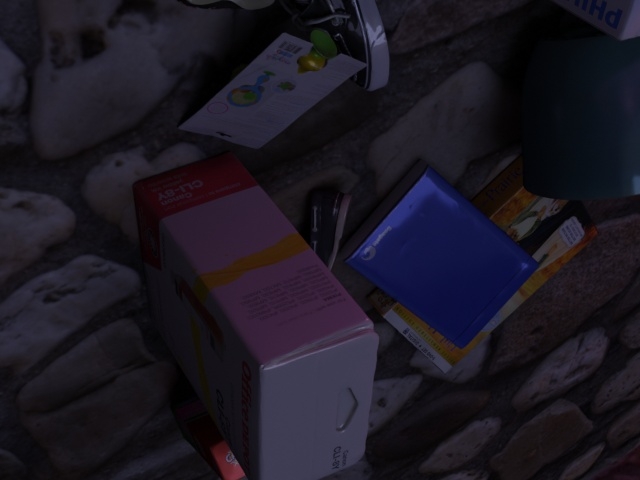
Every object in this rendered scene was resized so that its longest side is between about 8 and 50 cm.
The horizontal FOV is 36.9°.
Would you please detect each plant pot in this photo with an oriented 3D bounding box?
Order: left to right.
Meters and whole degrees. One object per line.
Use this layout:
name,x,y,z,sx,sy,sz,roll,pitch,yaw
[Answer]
plant pot,0.450,-0.219,1.505,0.293,0.293,0.235,-19,109,-23

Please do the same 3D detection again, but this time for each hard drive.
hard drive,0.211,0.033,1.652,0.319,0.040,0.210,37,98,-31

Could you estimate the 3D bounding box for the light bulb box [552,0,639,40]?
light bulb box,0.516,-0.504,1.334,0.358,0.225,0.361,-15,133,-27

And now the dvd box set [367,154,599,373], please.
dvd box set,0.317,0.044,1.808,0.420,0.062,0.307,-43,139,2

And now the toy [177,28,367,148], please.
toy,-0.068,-0.205,1.252,0.137,0.056,0.237,12,152,-39

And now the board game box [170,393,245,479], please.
board game box,-0.091,0.265,1.520,0.242,0.316,0.064,-26,99,-17

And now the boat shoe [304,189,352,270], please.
boat shoe,0.000,0.000,1.540,0.065,0.075,0.206,17,131,3

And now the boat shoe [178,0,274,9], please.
boat shoe,-0.115,-0.306,1.169,0.133,0.042,0.049,-9,106,-33

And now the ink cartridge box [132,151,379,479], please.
ink cartridge box,-0.098,0.109,1.292,0.160,0.384,0.279,-20,136,-23

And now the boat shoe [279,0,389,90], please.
boat shoe,0.006,-0.308,1.207,0.105,0.113,0.306,-26,136,-6
